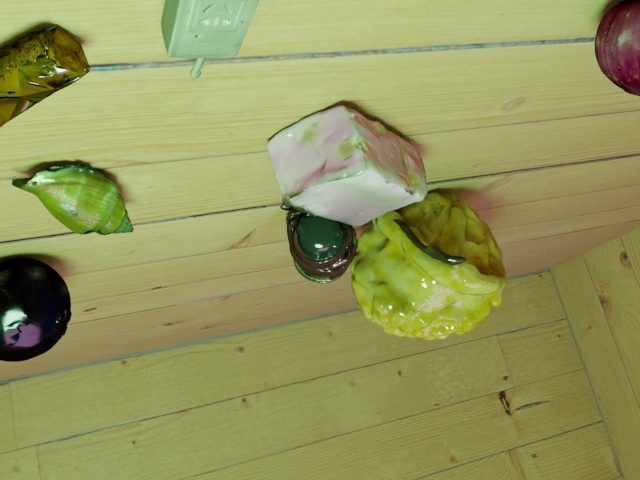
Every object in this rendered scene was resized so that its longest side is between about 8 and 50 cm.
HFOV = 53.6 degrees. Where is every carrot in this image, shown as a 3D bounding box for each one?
[{"bbox_3d":[-0.328,-0.140,0.621,0.228,0.069,0.069,-21,164,20],"label":"carrot"}]

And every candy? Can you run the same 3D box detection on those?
[{"bbox_3d":[0.052,-0.105,0.992,0.155,0.116,0.265,-23,163,27],"label":"candy"}]

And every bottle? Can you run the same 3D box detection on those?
[{"bbox_3d":[0.000,0.000,1.301,0.156,0.143,0.271,24,170,7],"label":"bottle"}]

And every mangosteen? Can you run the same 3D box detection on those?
[{"bbox_3d":[-0.569,0.118,1.135,0.230,0.194,0.194,16,159,-7],"label":"mangosteen"}]

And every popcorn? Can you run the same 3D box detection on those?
[{"bbox_3d":[0.235,0.056,1.373,0.349,0.349,0.382,-14,169,-2],"label":"popcorn"}]

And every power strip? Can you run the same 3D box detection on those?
[{"bbox_3d":[-0.110,-0.208,0.606,0.075,0.042,0.175,-10,164,-23],"label":"power strip"}]

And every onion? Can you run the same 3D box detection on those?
[{"bbox_3d":[0.426,-0.251,0.767,0.177,0.153,0.177,-24,172,-4],"label":"onion"}]

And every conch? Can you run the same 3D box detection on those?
[{"bbox_3d":[-0.335,-0.057,0.903,0.095,0.079,0.201,-33,156,-2],"label":"conch"}]
